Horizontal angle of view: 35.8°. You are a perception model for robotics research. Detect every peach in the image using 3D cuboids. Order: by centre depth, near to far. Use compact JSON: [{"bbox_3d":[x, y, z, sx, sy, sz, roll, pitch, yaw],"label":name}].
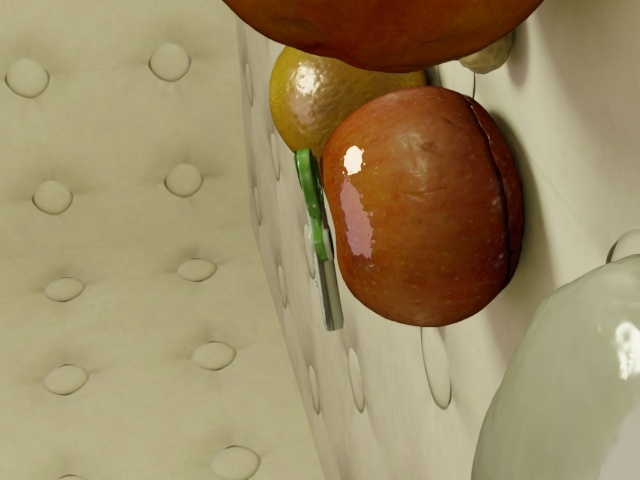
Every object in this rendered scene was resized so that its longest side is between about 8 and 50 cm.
[{"bbox_3d":[0.055,-0.292,0.814,0.343,0.342,0.302,154,130,-80],"label":"peach"}]

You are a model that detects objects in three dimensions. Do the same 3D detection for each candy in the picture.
[{"bbox_3d":[0.221,0.205,0.756,0.386,0.186,0.427,-103,14,-47],"label":"candy"}]

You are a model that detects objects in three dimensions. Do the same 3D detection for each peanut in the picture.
[{"bbox_3d":[0.153,-0.258,1.023,0.080,0.080,0.175,171,90,-81],"label":"peanut"}]

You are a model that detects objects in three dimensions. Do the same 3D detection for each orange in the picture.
[{"bbox_3d":[0.039,-0.194,1.348,0.236,0.236,0.236,172,90,-81],"label":"orange"}]

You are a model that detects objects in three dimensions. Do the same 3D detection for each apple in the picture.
[{"bbox_3d":[0.107,-0.037,1.120,0.251,0.206,0.272,162,99,-84],"label":"apple"}]

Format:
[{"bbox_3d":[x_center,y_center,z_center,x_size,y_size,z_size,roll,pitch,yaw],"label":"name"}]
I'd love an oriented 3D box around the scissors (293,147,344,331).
[{"bbox_3d":[0.000,0.000,1.115,0.101,0.027,0.205,36,-136,-79],"label":"scissors"}]
